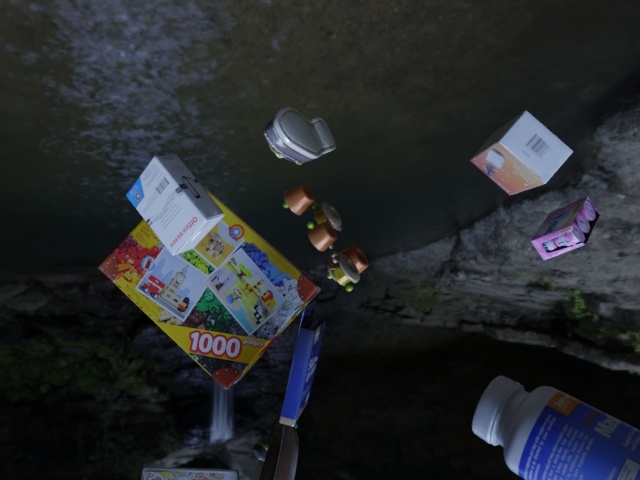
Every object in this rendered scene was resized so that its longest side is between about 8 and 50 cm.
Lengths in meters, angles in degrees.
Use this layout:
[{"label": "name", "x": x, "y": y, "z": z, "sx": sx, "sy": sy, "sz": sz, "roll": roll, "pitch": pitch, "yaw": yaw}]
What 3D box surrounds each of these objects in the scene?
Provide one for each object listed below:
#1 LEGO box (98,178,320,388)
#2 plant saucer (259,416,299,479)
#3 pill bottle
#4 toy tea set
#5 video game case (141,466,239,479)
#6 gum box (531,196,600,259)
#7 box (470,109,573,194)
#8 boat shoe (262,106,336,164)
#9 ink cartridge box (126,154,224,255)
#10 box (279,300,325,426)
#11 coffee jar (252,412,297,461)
[{"label": "LEGO box", "x": -0.308, "y": 0.115, "z": 1.374, "sx": 0.372, "sy": 0.500, "sz": 0.193, "roll": -49, "pitch": 172, "yaw": -5}, {"label": "plant saucer", "x": -0.101, "y": 0.534, "z": 1.000, "sx": 0.050, "sy": 0.310, "sz": 0.310, "roll": 16, "pitch": 169, "yaw": -5}, {"label": "pill bottle", "x": 0.385, "y": 0.322, "z": 0.725, "sx": 0.272, "sy": 0.152, "sz": 0.152, "roll": 24, "pitch": -168, "yaw": 41}, {"label": "toy tea set", "x": 0.000, "y": 0.000, "z": 1.326, "sx": 0.124, "sy": 0.335, "sz": 0.200, "roll": -35, "pitch": 169, "yaw": 23}, {"label": "video game case", "x": -0.306, "y": 0.630, "z": 1.063, "sx": 0.227, "sy": 0.206, "sz": 0.026, "roll": 0, "pitch": 157, "yaw": 4}, {"label": "gum box", "x": 0.618, "y": -0.029, "z": 1.184, "sx": 0.188, "sy": 0.062, "sz": 0.107, "roll": -36, "pitch": -178, "yaw": -42}, {"label": "box", "x": 0.427, "y": -0.183, "z": 1.018, "sx": 0.091, "sy": 0.130, "sz": 0.170, "roll": -49, "pitch": 179, "yaw": -3}, {"label": "boat shoe", "x": -0.056, "y": -0.221, "z": 1.040, "sx": 0.097, "sy": 0.116, "sz": 0.324, "roll": -23, "pitch": -175, "yaw": 19}, {"label": "ink cartridge box", "x": -0.360, "y": -0.088, "z": 1.165, "sx": 0.148, "sy": 0.203, "sz": 0.086, "roll": -42, "pitch": 174, "yaw": 26}, {"label": "box", "x": -0.030, "y": 0.241, "z": 0.953, "sx": 0.037, "sy": 0.225, "sz": 0.136, "roll": 11, "pitch": -179, "yaw": 9}, {"label": "coffee jar", "x": -0.175, "y": 0.756, "z": 1.795, "sx": 0.184, "sy": 0.079, "sz": 0.096, "roll": -46, "pitch": -174, "yaw": -29}]
